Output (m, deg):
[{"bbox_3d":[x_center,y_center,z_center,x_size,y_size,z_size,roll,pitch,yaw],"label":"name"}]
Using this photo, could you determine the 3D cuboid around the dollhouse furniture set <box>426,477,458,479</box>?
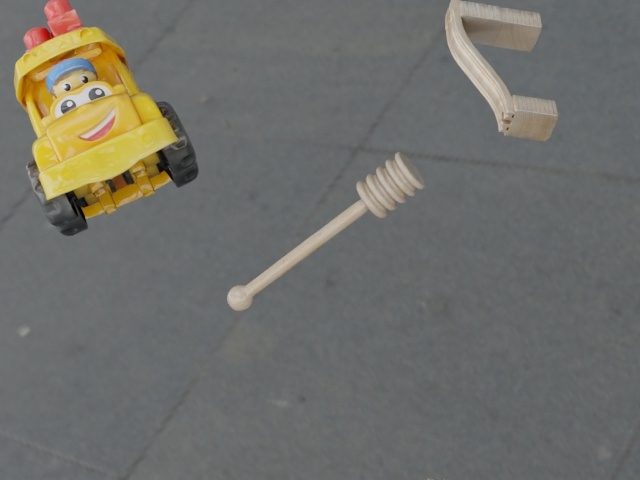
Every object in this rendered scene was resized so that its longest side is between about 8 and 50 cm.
[{"bbox_3d":[0.162,0.323,0.730,0.286,0.303,0.198,6,17,-2],"label":"dollhouse furniture set"}]

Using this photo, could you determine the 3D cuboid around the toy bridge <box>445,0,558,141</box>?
[{"bbox_3d":[0.117,-0.146,0.883,0.063,0.026,0.188,6,51,-9],"label":"toy bridge"}]

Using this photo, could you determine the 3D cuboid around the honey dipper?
[{"bbox_3d":[0.000,0.000,0.876,0.160,0.030,0.030,-38,37,17],"label":"honey dipper"}]

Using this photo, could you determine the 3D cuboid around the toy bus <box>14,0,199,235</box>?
[{"bbox_3d":[-0.219,-0.129,1.217,0.149,0.211,0.220,-23,-1,-6],"label":"toy bus"}]
